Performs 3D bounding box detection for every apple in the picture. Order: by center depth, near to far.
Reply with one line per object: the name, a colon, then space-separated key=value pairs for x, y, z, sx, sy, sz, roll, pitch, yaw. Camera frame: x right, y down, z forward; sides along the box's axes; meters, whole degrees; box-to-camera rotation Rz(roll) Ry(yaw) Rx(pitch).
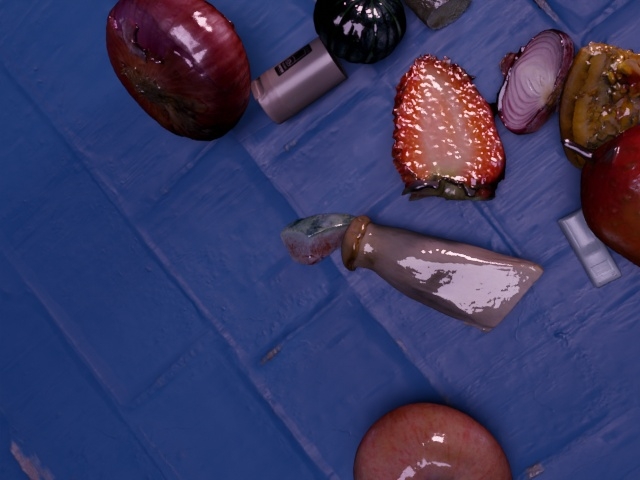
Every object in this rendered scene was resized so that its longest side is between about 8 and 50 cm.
apple: x=0.232 y=0.504 z=1.468 sx=0.344 sy=0.269 sz=0.345 roll=2 pitch=96 yaw=14

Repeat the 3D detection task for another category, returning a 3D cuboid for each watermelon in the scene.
watermelon: x=-0.002 y=-0.008 z=1.578 sx=0.180 sy=0.081 sz=0.094 roll=-27 pitch=115 yaw=21

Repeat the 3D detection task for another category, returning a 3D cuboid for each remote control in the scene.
remote control: x=0.545 y=0.016 z=1.449 sx=0.061 sy=0.029 sz=0.162 roll=-31 pitch=89 yaw=18

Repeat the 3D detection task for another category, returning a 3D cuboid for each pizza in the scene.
pizza: x=0.571 y=-0.240 z=1.357 sx=0.287 sy=0.074 sz=0.251 roll=6 pitch=132 yaw=-14

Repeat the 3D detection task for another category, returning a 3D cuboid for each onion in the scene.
onion: x=0.427 y=-0.310 z=1.403 sx=0.151 sy=0.098 sz=0.206 roll=50 pitch=123 yaw=41
onion: x=-0.271 y=-0.387 z=1.492 sx=0.347 sy=0.347 sz=0.285 roll=32 pitch=60 yaw=8

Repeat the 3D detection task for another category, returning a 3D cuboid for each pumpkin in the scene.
pumpkin: x=0.078 y=-0.445 z=1.435 sx=0.194 sy=0.194 sz=0.150 roll=46 pitch=124 yaw=5

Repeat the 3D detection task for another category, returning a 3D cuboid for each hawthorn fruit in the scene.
hawthorn fruit: x=0.599 y=-0.100 z=1.287 sx=0.369 sy=0.285 sz=0.285 roll=27 pitch=103 yaw=4

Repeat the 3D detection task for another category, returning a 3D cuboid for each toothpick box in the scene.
toothpick box: x=-0.046 y=-0.336 z=1.512 sx=0.180 sy=0.111 sz=0.111 roll=-31 pitch=89 yaw=15

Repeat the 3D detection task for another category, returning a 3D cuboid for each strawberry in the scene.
strawberry: x=0.253 y=-0.216 z=1.460 sx=0.233 sy=0.138 sz=0.306 roll=2 pitch=72 yaw=-5

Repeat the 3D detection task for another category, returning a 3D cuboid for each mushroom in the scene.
mushroom: x=0.237 y=0.065 z=1.481 sx=0.407 sy=0.137 sz=0.154 roll=17 pitch=113 yaw=14

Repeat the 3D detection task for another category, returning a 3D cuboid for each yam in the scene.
yam: x=0.205 y=-0.513 z=1.433 sx=0.107 sy=0.107 sz=0.183 roll=-42 pitch=84 yaw=15
